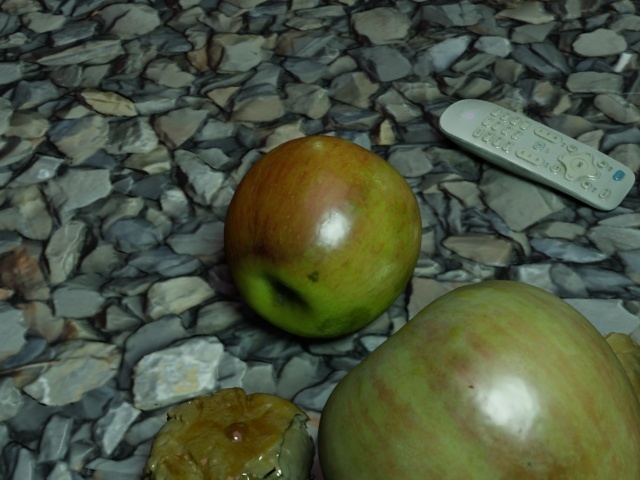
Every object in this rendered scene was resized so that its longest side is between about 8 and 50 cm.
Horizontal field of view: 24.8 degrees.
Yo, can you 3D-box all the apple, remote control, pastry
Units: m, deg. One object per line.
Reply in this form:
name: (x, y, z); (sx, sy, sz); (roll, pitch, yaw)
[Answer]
apple: (0.000, 0.000, 1.405); (0.196, 0.196, 0.196); (-1, 40, 1)
remote control: (0.234, -0.093, 1.617); (0.229, 0.044, 0.073); (28, 51, 20)
pastry: (-0.077, 0.192, 1.261); (0.153, 0.081, 0.153); (-9, 39, 8)
apple: (0.134, 0.163, 1.163); (0.234, 0.257, 0.257); (47, 55, 7)

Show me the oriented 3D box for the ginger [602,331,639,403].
ginger: (0.275, 0.163, 1.248); (0.095, 0.069, 0.190); (-1, 56, -38)
